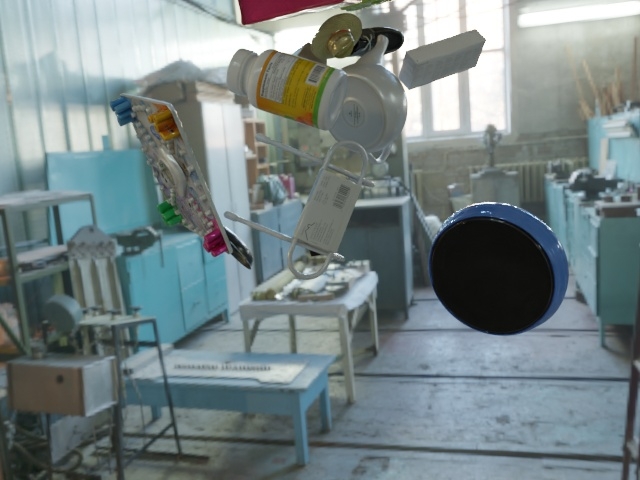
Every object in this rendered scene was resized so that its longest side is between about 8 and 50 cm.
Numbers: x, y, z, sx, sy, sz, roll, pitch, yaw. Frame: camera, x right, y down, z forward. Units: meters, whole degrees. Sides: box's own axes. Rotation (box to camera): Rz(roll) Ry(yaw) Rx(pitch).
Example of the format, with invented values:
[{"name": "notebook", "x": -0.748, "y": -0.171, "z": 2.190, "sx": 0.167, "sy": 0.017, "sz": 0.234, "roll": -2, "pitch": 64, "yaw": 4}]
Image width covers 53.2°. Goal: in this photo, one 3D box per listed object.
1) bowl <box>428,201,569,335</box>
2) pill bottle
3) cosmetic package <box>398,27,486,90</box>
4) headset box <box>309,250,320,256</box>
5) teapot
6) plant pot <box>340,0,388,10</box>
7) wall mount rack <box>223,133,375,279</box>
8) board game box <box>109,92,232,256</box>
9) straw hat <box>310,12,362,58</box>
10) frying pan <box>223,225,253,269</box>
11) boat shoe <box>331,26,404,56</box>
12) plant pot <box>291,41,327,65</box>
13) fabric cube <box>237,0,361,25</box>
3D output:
[{"name": "bowl", "x": 0.479, "y": 0.089, "z": 1.776, "sx": 0.391, "sy": 0.391, "sz": 0.077, "roll": 2, "pitch": 21, "yaw": 35}, {"name": "pill bottle", "x": -0.076, "y": -0.341, "z": 1.408, "sx": 0.246, "sy": 0.136, "sz": 0.136, "roll": 20, "pitch": 15, "yaw": 12}, {"name": "cosmetic package", "x": 0.333, "y": -0.498, "z": 1.748, "sx": 0.239, "sy": 0.060, "sz": 0.099, "roll": -23, "pitch": -26, "yaw": -21}, {"name": "headset box", "x": 0.000, "y": 0.000, "z": 1.744, "sx": 0.032, "sy": 0.062, "sz": 0.083, "roll": -11, "pitch": 13, "yaw": 38}, {"name": "teapot", "x": 0.141, "y": -0.362, "z": 1.710, "sx": 0.187, "sy": 0.252, "sz": 0.256, "roll": -35, "pitch": -6, "yaw": -43}, {"name": "plant pot", "x": 0.142, "y": -0.835, "z": 1.957, "sx": 0.228, "sy": 0.227, "sz": 0.207, "roll": -10, "pitch": 20, "yaw": 19}, {"name": "wall mount rack", "x": -0.044, "y": -0.096, "z": 1.536, "sx": 0.304, "sy": 0.350, "sz": 0.130, "roll": 21, "pitch": 2, "yaw": -24}, {"name": "board game box", "x": -0.386, "y": -0.168, "z": 1.613, "sx": 0.050, "sy": 0.390, "sz": 0.390, "roll": -30, "pitch": 29, "yaw": -23}, {"name": "straw hat", "x": 0.052, "y": -0.492, "z": 1.604, "sx": 0.144, "sy": 0.061, "sz": 0.144, "roll": -19, "pitch": -30, "yaw": -11}, {"name": "frying pan", "x": -0.316, "y": 0.017, "z": 2.208, "sx": 0.053, "sy": 0.197, "sz": 0.326, "roll": -44, "pitch": 15, "yaw": -13}, {"name": "boat shoe", "x": 0.117, "y": -0.539, "z": 1.755, "sx": 0.233, "sy": 0.084, "sz": 0.079, "roll": -2, "pitch": 25, "yaw": 1}, {"name": "plant pot", "x": -0.042, "y": -0.500, "z": 1.828, "sx": 0.109, "sy": 0.096, "sz": 0.109, "roll": 33, "pitch": -24, "yaw": -25}, {"name": "fabric cube", "x": -0.063, "y": -0.664, "z": 1.510, "sx": 0.259, "sy": 0.254, "sz": 0.258, "roll": -7, "pitch": 20, "yaw": 16}]
